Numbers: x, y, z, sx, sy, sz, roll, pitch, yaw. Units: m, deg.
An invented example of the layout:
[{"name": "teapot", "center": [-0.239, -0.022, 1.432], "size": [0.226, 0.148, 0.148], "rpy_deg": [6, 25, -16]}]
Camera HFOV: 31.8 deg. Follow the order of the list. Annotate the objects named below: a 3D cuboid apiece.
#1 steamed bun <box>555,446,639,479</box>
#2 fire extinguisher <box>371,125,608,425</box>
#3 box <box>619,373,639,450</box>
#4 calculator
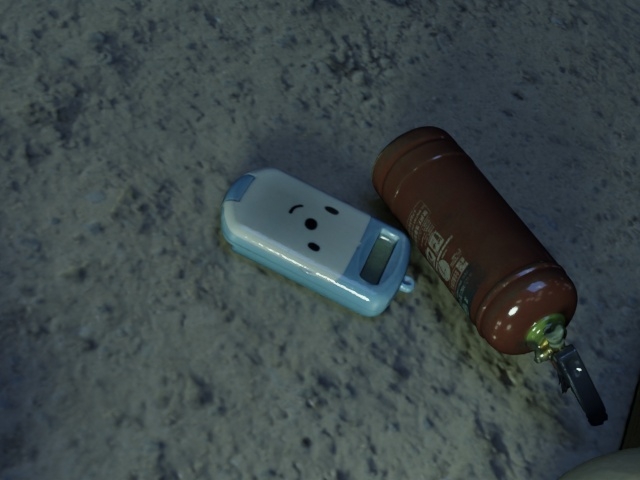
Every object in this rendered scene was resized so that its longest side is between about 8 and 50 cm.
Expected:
[{"name": "steamed bun", "center": [0.291, 0.280, 0.866], "size": [0.283, 0.177, 0.283], "rpy_deg": [13, 43, -12]}, {"name": "fire extinguisher", "center": [0.177, 0.037, 1.120], "size": [0.102, 0.138, 0.344], "rpy_deg": [-30, 53, -5]}, {"name": "box", "center": [0.419, 0.164, 1.115], "size": [0.198, 0.084, 0.310], "rpy_deg": [28, 42, 5]}, {"name": "calculator", "center": [0.000, 0.000, 1.123], "size": [0.210, 0.039, 0.121], "rpy_deg": [27, 43, 2]}]
